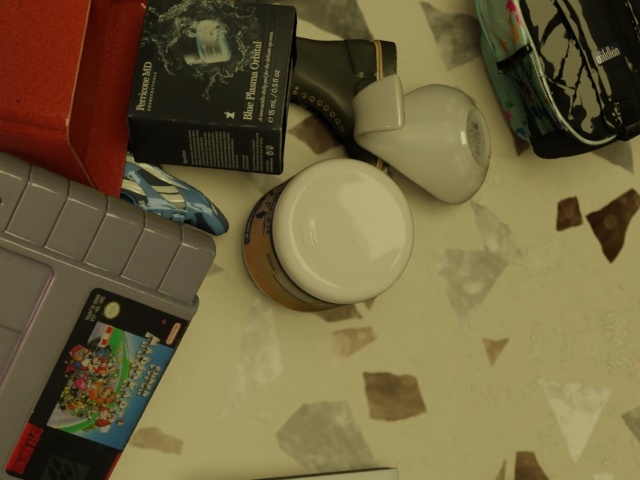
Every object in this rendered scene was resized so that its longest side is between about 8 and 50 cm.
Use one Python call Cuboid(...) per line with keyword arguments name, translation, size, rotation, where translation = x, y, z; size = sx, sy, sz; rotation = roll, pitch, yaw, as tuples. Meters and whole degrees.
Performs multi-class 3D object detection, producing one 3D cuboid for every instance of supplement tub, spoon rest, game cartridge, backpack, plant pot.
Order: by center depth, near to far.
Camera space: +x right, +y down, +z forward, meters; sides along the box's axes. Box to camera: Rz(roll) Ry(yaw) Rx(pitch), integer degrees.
Cuboid(name="game cartridge", translation=(-0.268, 0.115, 1.225), size=(0.230, 0.068, 0.355), rotation=(24, 108, -15))
Cuboid(name="plant pot", translation=(-0.311, -0.188, 1.252), size=(0.236, 0.267, 0.267), rotation=(6, 74, 1))
Cuboid(name="supplement tub", translation=(0.000, 0.000, 1.351), size=(0.144, 0.200, 0.144), rotation=(2, 82, -17))
Cuboid(name="spoon rest", translation=(0.108, -0.116, 1.402), size=(0.084, 0.276, 0.137), rotation=(-9, 78, 27))
Cuboid(name="backpack", translation=(0.290, -0.240, 1.470), size=(0.225, 0.191, 0.253), rotation=(-27, 98, -20))

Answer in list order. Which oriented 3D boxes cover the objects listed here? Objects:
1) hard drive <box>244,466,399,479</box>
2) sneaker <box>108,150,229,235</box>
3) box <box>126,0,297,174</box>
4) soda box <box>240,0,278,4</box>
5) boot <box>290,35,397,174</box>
Cuboid(name="hard drive", translation=(-0.016, 0.423, 1.357), size=(0.233, 0.047, 0.353), rotation=(0, 84, -27))
Cuboid(name="sneaker", translation=(-0.166, -0.037, 1.386), size=(0.144, 0.053, 0.059), rotation=(29, 72, -2))
Cuboid(name="box", translation=(-0.109, -0.162, 1.356), size=(0.158, 0.093, 0.156), rotation=(5, 63, 1))
Cuboid(name="soda box", translation=(0.004, -0.329, 1.462), size=(0.216, 0.069, 0.074), rotation=(-23, 90, -18))
Cuboid(name="boot", translation=(0.009, -0.132, 1.445), size=(0.137, 0.077, 0.197), rotation=(6, 70, -10))
